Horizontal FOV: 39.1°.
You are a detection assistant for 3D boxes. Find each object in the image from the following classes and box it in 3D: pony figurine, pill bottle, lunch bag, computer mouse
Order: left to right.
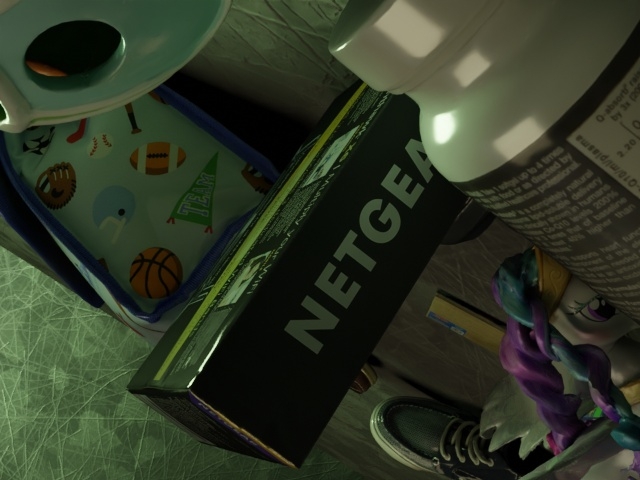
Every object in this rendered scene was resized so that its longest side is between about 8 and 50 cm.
[{"bbox_3d":[-0.196,-0.028,1.023,0.385,0.239,0.328,41,168,24],"label":"lunch bag"},{"bbox_3d":[0.127,-0.039,0.765,0.071,0.041,0.242,31,162,1],"label":"computer mouse"},{"bbox_3d":[0.242,0.170,0.728,0.363,0.303,0.351,36,129,6],"label":"pony figurine"},{"bbox_3d":[0.152,-0.065,0.456,0.278,0.162,0.162,35,162,-15],"label":"pill bottle"}]

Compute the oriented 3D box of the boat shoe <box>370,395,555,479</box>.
[{"bbox_3d":[0.246,0.324,1.449,0.340,0.127,0.158,19,154,9],"label":"boat shoe"}]

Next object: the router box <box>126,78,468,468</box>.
[{"bbox_3d":[0.000,0.000,0.635,0.081,0.309,0.243,38,162,-10],"label":"router box"}]

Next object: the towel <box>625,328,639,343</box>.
[{"bbox_3d":[0.404,0.149,0.802,0.312,0.056,0.324,30,163,4],"label":"towel"}]

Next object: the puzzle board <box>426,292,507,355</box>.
[{"bbox_3d":[0.192,0.107,1.100,0.128,0.011,0.096,29,163,9],"label":"puzzle board"}]

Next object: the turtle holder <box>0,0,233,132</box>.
[{"bbox_3d":[-0.152,-0.198,0.480,0.243,0.227,0.320,33,162,-6],"label":"turtle holder"}]

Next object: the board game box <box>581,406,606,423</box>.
[{"bbox_3d":[0.401,0.259,1.133,0.201,0.035,0.136,33,162,-8],"label":"board game box"}]

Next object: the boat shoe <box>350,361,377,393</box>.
[{"bbox_3d":[-0.070,0.185,1.543,0.342,0.123,0.123,31,162,1],"label":"boat shoe"}]
